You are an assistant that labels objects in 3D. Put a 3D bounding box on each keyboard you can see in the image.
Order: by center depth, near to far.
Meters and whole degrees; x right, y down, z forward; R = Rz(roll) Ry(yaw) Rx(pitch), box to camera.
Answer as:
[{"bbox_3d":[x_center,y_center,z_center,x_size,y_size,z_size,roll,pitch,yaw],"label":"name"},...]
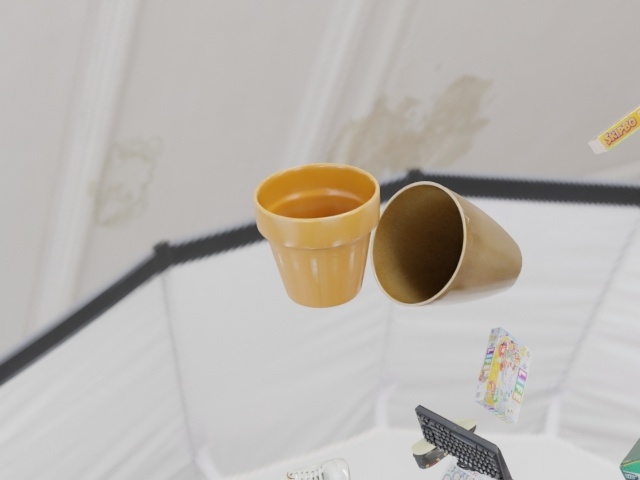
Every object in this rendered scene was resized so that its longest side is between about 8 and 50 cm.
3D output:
[{"bbox_3d":[0.217,0.319,1.863,0.023,0.180,0.108,-40,-54,-21],"label":"keyboard"}]

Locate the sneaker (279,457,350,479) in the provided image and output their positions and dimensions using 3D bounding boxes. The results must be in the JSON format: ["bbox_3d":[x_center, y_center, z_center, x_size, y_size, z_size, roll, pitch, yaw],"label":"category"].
[{"bbox_3d":[-0.016,0.512,2.522,0.123,0.106,0.290,-6,-15,-16],"label":"sneaker"}]

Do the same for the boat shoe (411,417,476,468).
[{"bbox_3d":[0.216,0.348,2.125,0.133,0.049,0.042,-27,-69,-24],"label":"boat shoe"}]

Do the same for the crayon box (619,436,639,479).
[{"bbox_3d":[0.625,0.313,1.918,0.278,0.081,0.165,-28,1,36],"label":"crayon box"}]

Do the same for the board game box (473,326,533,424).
[{"bbox_3d":[0.347,0.255,2.326,0.103,0.026,0.154,36,-122,-31],"label":"board game box"}]

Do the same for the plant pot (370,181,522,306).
[{"bbox_3d":[0.268,0.029,2.380,0.254,0.237,0.237,15,-63,-42],"label":"plant pot"}]

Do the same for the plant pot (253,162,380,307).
[{"bbox_3d":[0.000,0.000,2.028,0.205,0.205,0.188,-24,-56,-30],"label":"plant pot"}]

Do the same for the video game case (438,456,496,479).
[{"bbox_3d":[0.276,0.515,2.381,0.157,0.143,0.019,-57,-36,-5],"label":"video game case"}]

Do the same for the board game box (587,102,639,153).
[{"bbox_3d":[0.506,-0.191,2.030,0.124,0.039,0.259,-36,-5,8],"label":"board game box"}]
